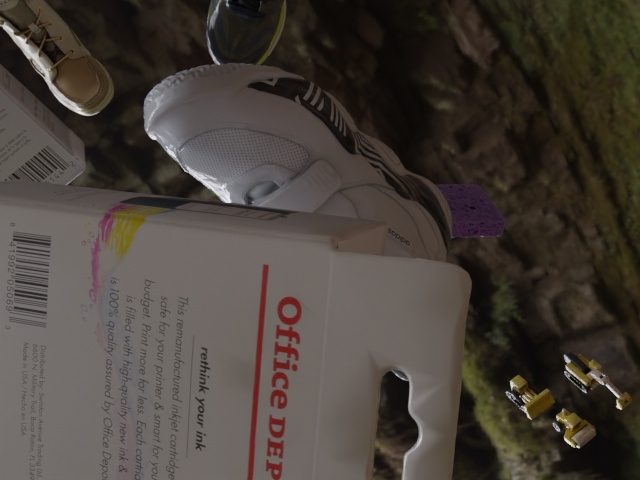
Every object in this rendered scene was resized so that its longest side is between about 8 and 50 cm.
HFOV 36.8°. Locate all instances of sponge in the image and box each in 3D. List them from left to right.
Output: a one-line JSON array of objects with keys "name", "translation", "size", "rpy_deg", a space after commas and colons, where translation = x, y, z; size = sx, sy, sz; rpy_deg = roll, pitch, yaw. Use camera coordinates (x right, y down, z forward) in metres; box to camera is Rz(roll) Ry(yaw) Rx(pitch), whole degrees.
[{"name": "sponge", "translation": [0.150, -0.042, 1.391], "size": [0.210, 0.031, 0.117], "rpy_deg": [-2, -149, -15]}]

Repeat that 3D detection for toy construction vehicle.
[{"name": "toy construction vehicle", "translation": [0.243, 0.150, 0.950], "size": [0.086, 0.098, 0.035], "rpy_deg": [-32, -46, -11]}]

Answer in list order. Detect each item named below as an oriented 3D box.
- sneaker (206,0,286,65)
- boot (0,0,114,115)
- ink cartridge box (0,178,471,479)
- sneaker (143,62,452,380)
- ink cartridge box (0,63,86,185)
[{"name": "sneaker", "translation": [-0.086, -0.369, 1.274], "size": [0.121, 0.111, 0.299], "rpy_deg": [-33, -41, -85]}, {"name": "boot", "translation": [-0.366, -0.267, 1.257], "size": [0.213, 0.077, 0.165], "rpy_deg": [49, 177, 26]}, {"name": "ink cartridge box", "translation": [-0.078, 0.080, 0.615], "size": [0.119, 0.354, 0.207], "rpy_deg": [-19, -65, -71]}, {"name": "sneaker", "translation": [0.000, 0.000, 0.852], "size": [0.366, 0.137, 0.210], "rpy_deg": [29, -136, -39]}, {"name": "ink cartridge box", "translation": [-0.430, -0.078, 0.952], "size": [0.261, 0.296, 0.066], "rpy_deg": [47, -168, -36]}]
